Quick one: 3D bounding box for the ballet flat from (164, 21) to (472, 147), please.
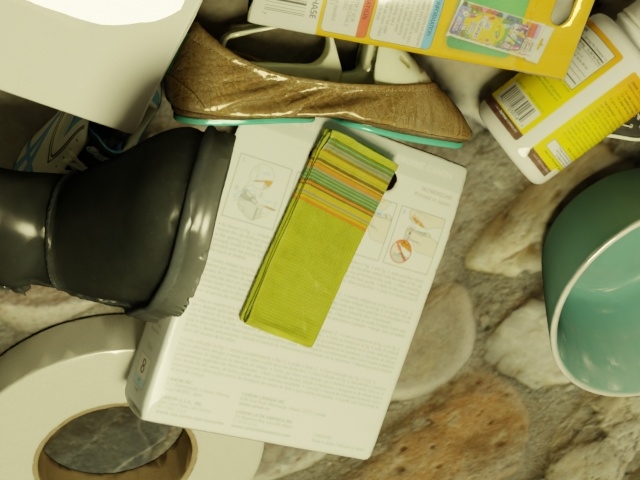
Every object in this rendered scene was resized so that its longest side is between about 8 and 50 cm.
[{"bbox_3d":[0.011,-0.172,1.093,0.342,0.116,0.124,4,105,-15],"label":"ballet flat"}]

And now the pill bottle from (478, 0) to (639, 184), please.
[{"bbox_3d":[0.290,-0.168,1.159,0.215,0.117,0.117,-38,128,13],"label":"pill bottle"}]

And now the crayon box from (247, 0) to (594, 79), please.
[{"bbox_3d":[0.106,-0.285,0.998,0.322,0.083,0.203,9,124,-8],"label":"crayon box"}]

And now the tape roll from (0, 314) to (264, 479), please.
[{"bbox_3d":[-0.265,0.263,1.351,0.392,0.072,0.392,-9,129,-11],"label":"tape roll"}]

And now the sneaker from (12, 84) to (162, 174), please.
[{"bbox_3d":[-0.247,-0.089,1.077,0.085,0.086,0.237,26,117,-33],"label":"sneaker"}]

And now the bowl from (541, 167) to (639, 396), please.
[{"bbox_3d":[0.405,0.032,1.318,0.311,0.163,0.312,-8,128,-11],"label":"bowl"}]

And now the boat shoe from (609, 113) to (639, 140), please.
[{"bbox_3d":[0.355,-0.146,1.244,0.125,0.046,0.038,1,131,-8],"label":"boat shoe"}]

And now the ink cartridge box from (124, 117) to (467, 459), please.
[{"bbox_3d":[-0.025,0.049,1.238,0.308,0.091,0.385,16,94,-27],"label":"ink cartridge box"}]

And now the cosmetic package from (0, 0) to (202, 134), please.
[{"bbox_3d":[-0.300,-0.246,0.868,0.365,0.197,0.155,16,120,-29],"label":"cosmetic package"}]

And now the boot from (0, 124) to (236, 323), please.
[{"bbox_3d":[-0.324,-0.049,0.908,0.445,0.146,0.367,17,157,-13],"label":"boot"}]

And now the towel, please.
[{"bbox_3d":[0.000,0.000,1.175,0.102,0.021,0.237,24,92,-27],"label":"towel"}]
